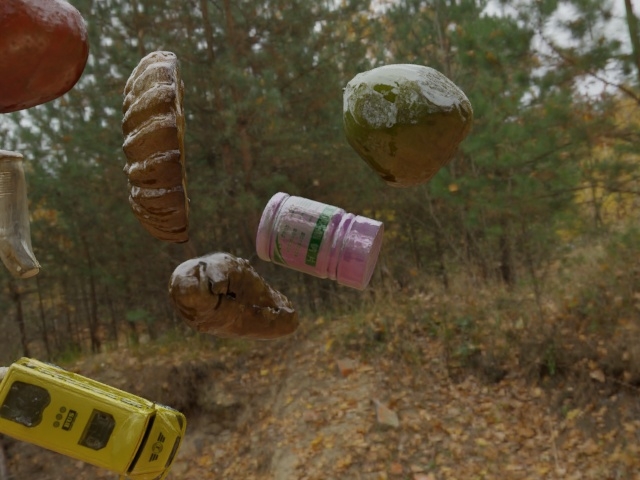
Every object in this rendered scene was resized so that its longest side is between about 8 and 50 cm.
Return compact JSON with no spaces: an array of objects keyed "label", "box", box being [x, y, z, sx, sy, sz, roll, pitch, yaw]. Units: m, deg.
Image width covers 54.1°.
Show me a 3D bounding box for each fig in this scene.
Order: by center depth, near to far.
[{"label":"fig","box":[0.220,-0.322,1.687,0.344,0.343,0.343,-9,-1,0]}]

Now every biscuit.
[{"label":"biscuit","box":[-0.274,-0.153,1.058,0.107,0.325,0.326,-5,-2,-13]}]

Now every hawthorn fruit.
[{"label":"hawthorn fruit","box":[-0.297,-0.186,0.594,0.133,0.137,0.132,29,-20,11]}]

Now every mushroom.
[{"label":"mushroom","box":[-0.816,-0.072,1.657,0.123,0.350,0.095,-10,2,28]}]

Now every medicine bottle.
[{"label":"medicine bottle","box":[0.000,0.000,1.799,0.326,0.211,0.212,18,5,12]}]

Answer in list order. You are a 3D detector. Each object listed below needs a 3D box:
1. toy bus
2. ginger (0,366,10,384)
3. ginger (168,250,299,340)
[{"label":"toy bus","box":[-0.408,0.326,1.119,0.330,0.144,0.152,24,-16,-10]},{"label":"ginger","box":[-0.788,0.289,1.328,0.299,0.065,0.118,10,-42,-23]},{"label":"ginger","box":[-0.181,0.115,1.260,0.173,0.165,0.321,15,-7,39]}]
